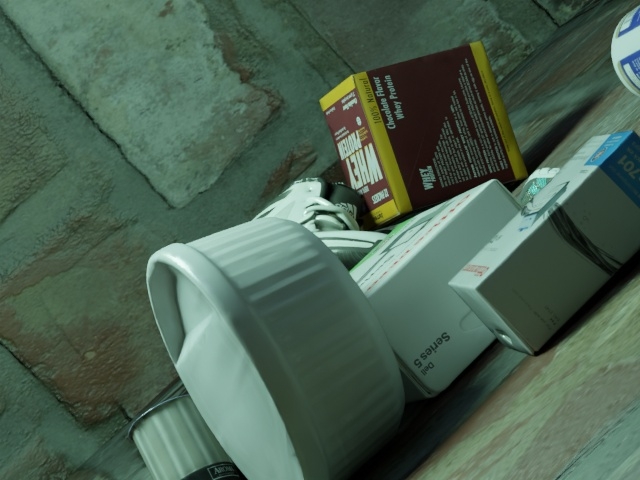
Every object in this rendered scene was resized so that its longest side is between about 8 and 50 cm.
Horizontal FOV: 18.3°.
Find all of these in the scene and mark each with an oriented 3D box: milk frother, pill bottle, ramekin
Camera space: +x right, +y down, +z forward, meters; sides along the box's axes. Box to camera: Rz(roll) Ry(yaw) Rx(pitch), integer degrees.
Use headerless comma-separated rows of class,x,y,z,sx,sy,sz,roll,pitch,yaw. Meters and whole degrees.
milk frother,-0.134,0.248,1.958,0.143,0.135,0.129,-37,-25,18
pill bottle,0.393,-0.217,2.088,0.112,0.112,0.186,-43,5,-18
ramekin,-0.035,0.102,1.788,0.127,0.273,0.273,-30,1,-18

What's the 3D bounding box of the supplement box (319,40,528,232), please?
supplement box,0.133,-0.135,2.595,0.194,0.191,0.129,-17,-5,-21

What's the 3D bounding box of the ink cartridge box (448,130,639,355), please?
ink cartridge box,0.211,0.001,1.703,0.190,0.082,0.139,-43,5,-5

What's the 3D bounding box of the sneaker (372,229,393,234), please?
sneaker,0.020,0.083,2.617,0.226,0.086,0.163,-29,19,31

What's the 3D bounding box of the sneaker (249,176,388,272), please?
sneaker,-0.001,-0.001,2.453,0.447,0.169,0.257,-15,35,52

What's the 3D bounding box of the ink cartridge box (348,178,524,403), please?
ink cartridge box,0.093,0.063,1.934,0.198,0.115,0.273,-43,5,-19

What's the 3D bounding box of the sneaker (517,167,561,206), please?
sneaker,0.235,-0.035,2.020,0.076,0.065,0.166,-48,5,-24
